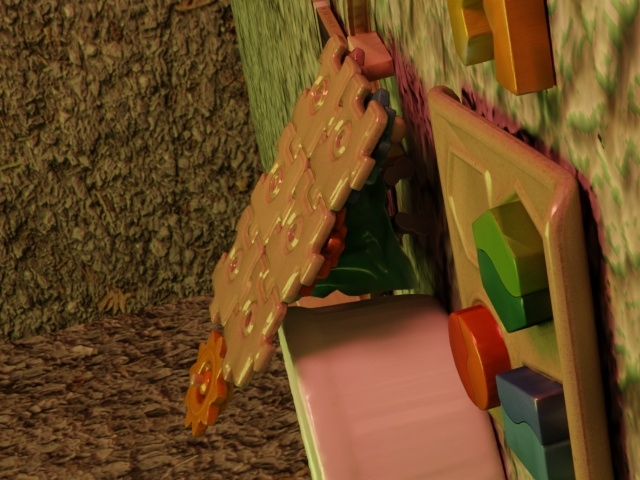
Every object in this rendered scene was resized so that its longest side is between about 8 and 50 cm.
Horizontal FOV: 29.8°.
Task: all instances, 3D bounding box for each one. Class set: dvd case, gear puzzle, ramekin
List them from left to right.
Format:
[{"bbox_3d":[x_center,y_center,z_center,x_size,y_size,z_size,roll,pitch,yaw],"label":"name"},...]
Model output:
[{"bbox_3d":[-0.029,0.021,0.923,0.339,0.044,0.175,-62,24,22],"label":"gear puzzle"},{"bbox_3d":[0.034,-0.115,1.154,0.221,0.018,0.165,-111,8,-53],"label":"dvd case"},{"bbox_3d":[0.059,0.175,0.990,0.277,0.135,0.277,167,90,-85],"label":"ramekin"}]

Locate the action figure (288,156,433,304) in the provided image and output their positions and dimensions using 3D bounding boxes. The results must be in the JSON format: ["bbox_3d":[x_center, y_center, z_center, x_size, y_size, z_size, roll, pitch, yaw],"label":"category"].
[{"bbox_3d":[0.000,0.000,1.008,0.232,0.063,0.137,-26,75,52],"label":"action figure"}]

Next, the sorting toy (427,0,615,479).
[{"bbox_3d":[0.092,-0.005,0.644,0.229,0.041,0.307,-116,13,-68],"label":"sorting toy"}]

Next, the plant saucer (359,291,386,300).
[{"bbox_3d":[0.043,-0.008,1.291,0.168,0.029,0.169,166,90,-86],"label":"plant saucer"}]

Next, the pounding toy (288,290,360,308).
[{"bbox_3d":[0.014,0.083,1.572,0.181,0.094,0.206,155,92,-80],"label":"pounding toy"}]

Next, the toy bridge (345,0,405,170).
[{"bbox_3d":[0.039,-0.148,0.953,0.063,0.026,0.188,-109,6,-55],"label":"toy bridge"}]
